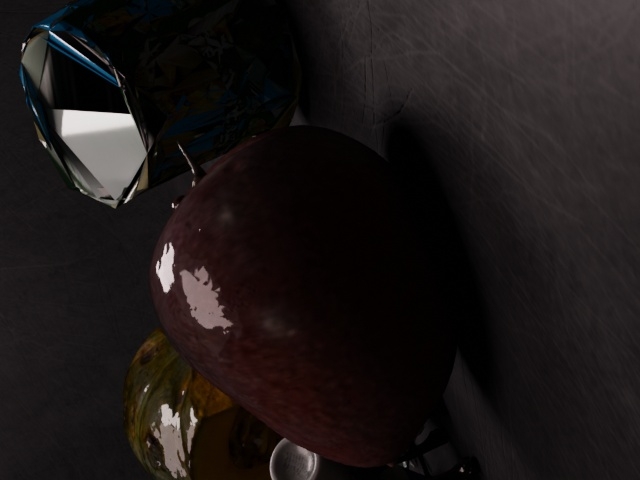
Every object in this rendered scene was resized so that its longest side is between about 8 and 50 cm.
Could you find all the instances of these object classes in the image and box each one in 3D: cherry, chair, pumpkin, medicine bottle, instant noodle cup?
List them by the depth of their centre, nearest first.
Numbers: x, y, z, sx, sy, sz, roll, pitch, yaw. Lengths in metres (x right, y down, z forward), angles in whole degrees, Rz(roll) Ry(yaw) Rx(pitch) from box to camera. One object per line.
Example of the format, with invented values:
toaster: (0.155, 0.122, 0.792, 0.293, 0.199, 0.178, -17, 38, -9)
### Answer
cherry: (-0.010, 0.040, 1.290, 0.307, 0.221, 0.261, 56, -179, -5)
chair: (0.041, 0.278, 1.494, 0.106, 0.229, 0.113, -146, 33, -74)
instant noodle cup: (-0.160, -0.155, 1.556, 0.240, 0.178, 0.240, 29, 138, 31)
medicine bottle: (0.038, 0.236, 1.611, 0.231, 0.059, 0.059, 28, -151, -52)
pumpkin: (-0.121, 0.260, 2.323, 0.225, 0.303, 0.256, 46, 129, 52)

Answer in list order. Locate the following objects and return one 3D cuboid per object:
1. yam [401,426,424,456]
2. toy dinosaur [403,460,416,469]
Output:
yam: (0.020, 0.119, 1.604, 0.280, 0.131, 0.131, -136, 26, -76)
toy dinosaur: (0.062, 0.201, 1.797, 0.209, 0.039, 0.082, -126, 15, -61)
